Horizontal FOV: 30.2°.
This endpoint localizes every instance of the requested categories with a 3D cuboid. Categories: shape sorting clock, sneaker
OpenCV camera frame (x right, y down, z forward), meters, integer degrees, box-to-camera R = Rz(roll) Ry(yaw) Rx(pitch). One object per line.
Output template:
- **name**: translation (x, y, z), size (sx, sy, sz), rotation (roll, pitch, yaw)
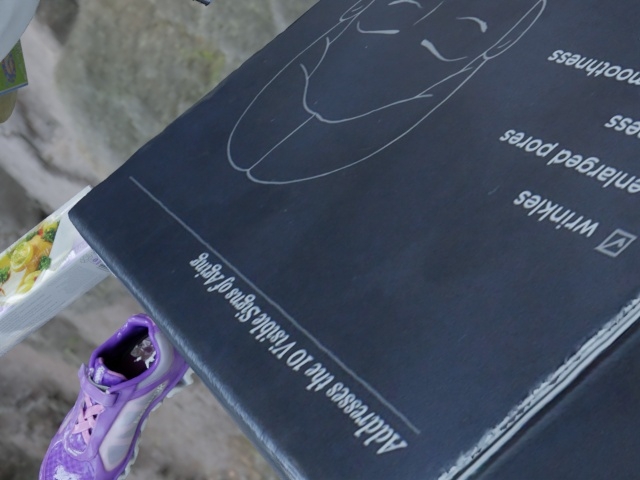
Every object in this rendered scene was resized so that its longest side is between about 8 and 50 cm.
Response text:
- **shape sorting clock**: translation (-0.371, -0.229, 1.295), size (0.040, 0.206, 0.206), rotation (-6, 157, 8)
- **sneaker**: translation (-0.215, 0.163, 1.210), size (0.095, 0.236, 0.104), rotation (35, 176, 23)

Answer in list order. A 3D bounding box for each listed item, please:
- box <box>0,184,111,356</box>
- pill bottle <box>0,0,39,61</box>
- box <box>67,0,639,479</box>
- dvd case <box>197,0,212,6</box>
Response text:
- **box**: translation (-0.321, 0.066, 1.188), size (0.063, 0.324, 0.067), rotation (60, -166, 27)
- **pill bottle**: translation (-0.384, -0.266, 0.932), size (0.318, 0.176, 0.176), rotation (44, 170, 11)
- **box**: translation (0.158, -0.003, 0.742), size (0.297, 0.472, 0.480), rotation (56, 170, -30)
- **dvd case**: translation (-0.100, -0.368, 1.266), size (0.180, 0.253, 0.022), rotation (11, -138, -56)
